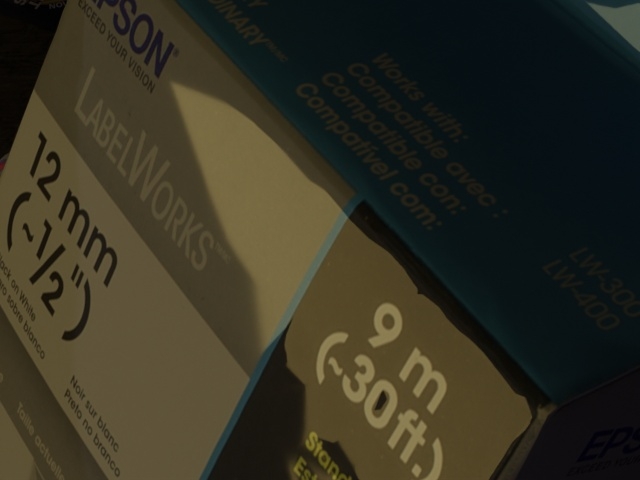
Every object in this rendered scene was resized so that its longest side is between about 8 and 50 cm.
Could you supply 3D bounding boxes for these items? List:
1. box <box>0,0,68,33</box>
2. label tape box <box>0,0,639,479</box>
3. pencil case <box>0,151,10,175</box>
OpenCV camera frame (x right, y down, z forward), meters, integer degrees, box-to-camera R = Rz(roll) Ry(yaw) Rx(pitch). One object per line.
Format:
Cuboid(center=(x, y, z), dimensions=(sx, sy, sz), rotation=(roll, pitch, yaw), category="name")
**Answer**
Cuboid(center=(-0.122, -0.364, 0.912), dimensions=(0.318, 0.097, 0.394), rotation=(-43, 46, 33), category="box")
Cuboid(center=(0.003, 0.012, 0.518), dimensions=(0.249, 0.115, 0.347), rotation=(49, 126, 36), category="label tape box")
Cuboid(center=(-0.181, 0.043, 1.129), dimensions=(0.124, 0.113, 0.273), rotation=(52, -171, -36), category="pencil case")
